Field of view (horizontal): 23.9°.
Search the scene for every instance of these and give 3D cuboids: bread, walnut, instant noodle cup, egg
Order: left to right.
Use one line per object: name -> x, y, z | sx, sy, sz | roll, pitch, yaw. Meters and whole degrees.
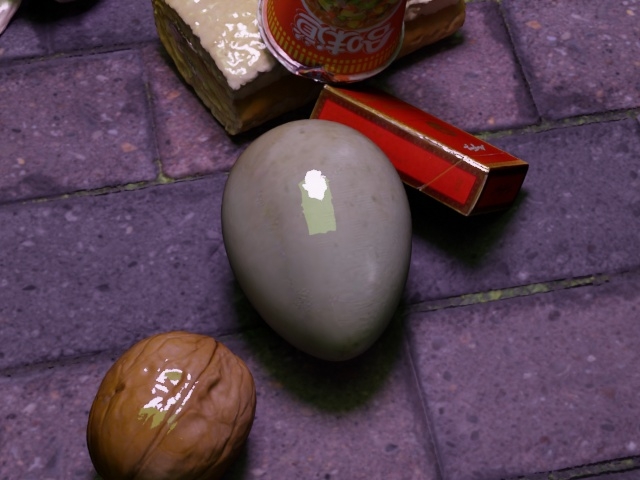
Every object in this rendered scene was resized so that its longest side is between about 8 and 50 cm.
walnut -> -0.159, 0.188, 1.620 | 0.167, 0.167, 0.207 | 20, 53, 15
bread -> -0.015, -0.316, 2.000 | 0.375, 0.165, 0.236 | -25, 61, -18
egg -> 0.000, 0.000, 1.724 | 0.218, 0.218, 0.295 | -9, 58, -6
instant noodle cup -> 0.033, -0.320, 1.786 | 0.193, 0.212, 0.193 | 6, 60, -10

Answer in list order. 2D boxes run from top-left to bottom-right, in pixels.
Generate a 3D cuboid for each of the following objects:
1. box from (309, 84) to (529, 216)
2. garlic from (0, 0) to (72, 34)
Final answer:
box -> 0.121, -0.114, 1.856 | 0.240, 0.153, 0.074 | 29, 103, 21
garlic -> -0.401, -0.378, 2.075 | 0.218, 0.218, 0.212 | 32, 100, 23
